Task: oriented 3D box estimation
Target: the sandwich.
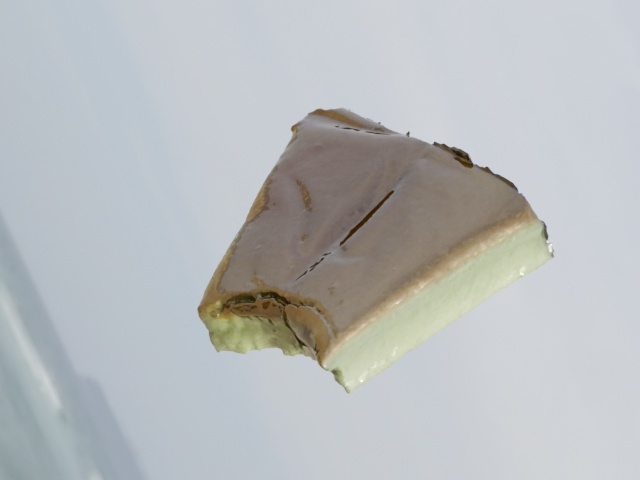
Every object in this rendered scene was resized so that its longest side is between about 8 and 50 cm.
[{"bbox_3d":[0.000,0.000,1.193,0.245,0.212,0.063,29,-37,50],"label":"sandwich"}]
